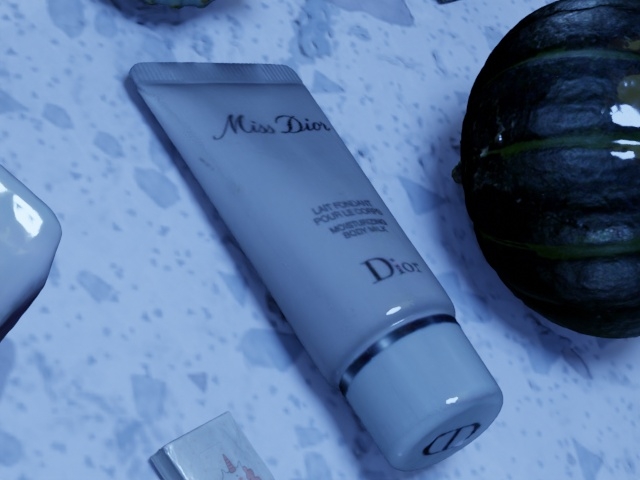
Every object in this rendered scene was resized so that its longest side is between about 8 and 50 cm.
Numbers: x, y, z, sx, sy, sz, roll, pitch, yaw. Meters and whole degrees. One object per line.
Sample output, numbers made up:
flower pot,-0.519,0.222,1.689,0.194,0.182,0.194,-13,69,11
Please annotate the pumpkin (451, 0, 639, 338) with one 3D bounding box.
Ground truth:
pumpkin,0.193,-0.054,0.979,0.250,0.216,0.250,10,77,-55

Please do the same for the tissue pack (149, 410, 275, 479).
tissue pack,-0.043,0.150,0.763,0.056,0.023,0.108,-23,74,-44

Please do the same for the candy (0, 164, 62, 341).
candy,-0.316,-0.022,0.606,0.359,0.145,0.208,38,45,-6

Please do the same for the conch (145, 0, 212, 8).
conch,-0.093,-0.209,0.944,0.153,0.102,0.135,11,57,12

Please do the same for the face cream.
face cream,0.000,0.000,0.880,0.143,0.089,0.314,-8,53,-41

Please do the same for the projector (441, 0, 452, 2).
projector,0.120,-0.258,1.150,0.083,0.083,0.082,-23,74,-45
